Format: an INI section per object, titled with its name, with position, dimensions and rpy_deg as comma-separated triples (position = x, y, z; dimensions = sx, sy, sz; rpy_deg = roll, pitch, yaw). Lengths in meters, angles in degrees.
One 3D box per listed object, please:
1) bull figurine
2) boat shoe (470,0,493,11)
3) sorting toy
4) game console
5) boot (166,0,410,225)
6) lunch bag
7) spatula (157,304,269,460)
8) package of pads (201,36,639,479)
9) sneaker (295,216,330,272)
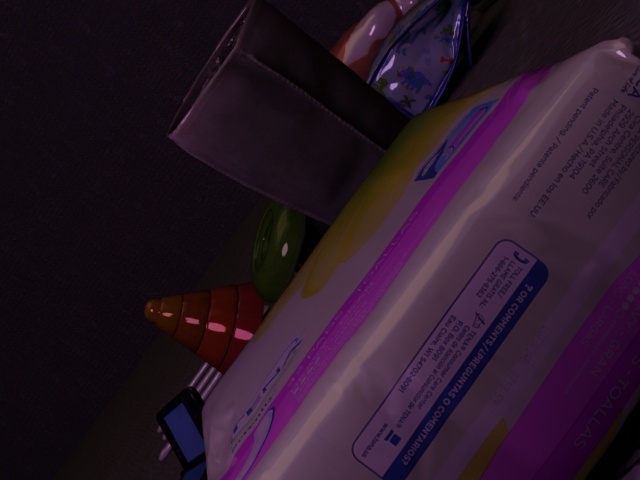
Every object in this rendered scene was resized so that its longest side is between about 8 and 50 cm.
[bull figurine]
position = 0.048, -0.192, 1.392
dimensions = 0.310, 0.101, 0.188
rpy_deg = -48, -19, -4
[boat shoe]
position = 0.214, -0.342, 1.310
dimensions = 0.075, 0.065, 0.206
rpy_deg = -58, 8, -24
[sorting toy]
position = -0.097, 0.008, 1.177
dimensions = 0.127, 0.126, 0.365
rpy_deg = -91, 20, -45
[game console]
position = -0.142, 0.214, 1.073
dimensions = 0.071, 0.107, 0.122
rpy_deg = -26, -9, -31
[boot]
position = 0.036, -0.081, 0.690
dimensions = 0.190, 0.208, 0.076
rpy_deg = -57, 8, -18
[lunch bag]
position = 0.120, -0.218, 1.234
dimensions = 0.151, 0.096, 0.129
rpy_deg = -63, 4, 16
[spatula]
position = -0.143, 0.176, 1.474
dimensions = 0.242, 0.019, 0.168
rpy_deg = -56, 13, 0
[package of pads]
position = 0.045, 0.044, 0.501
dimensions = 0.229, 0.101, 0.296
rpy_deg = -54, 6, -3
[sneaker]
position = 0.000, 0.000, 1.207
dimensions = 0.188, 0.067, 0.078
rpy_deg = 154, 130, -72
